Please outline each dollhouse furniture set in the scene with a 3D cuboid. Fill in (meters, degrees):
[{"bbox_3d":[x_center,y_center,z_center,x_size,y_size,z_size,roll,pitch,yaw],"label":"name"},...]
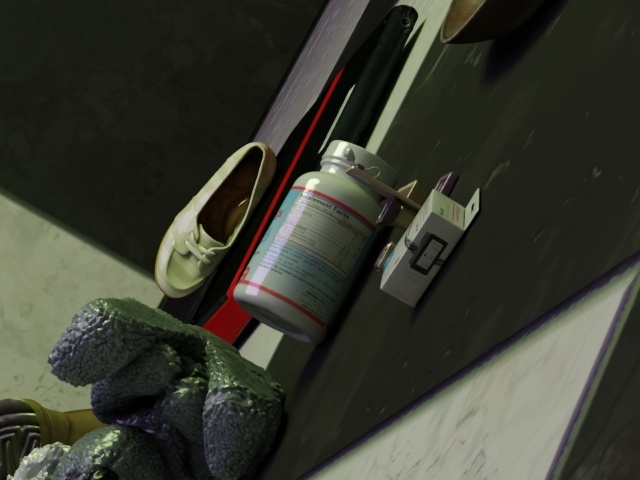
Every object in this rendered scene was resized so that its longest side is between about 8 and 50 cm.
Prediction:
[{"bbox_3d":[0.036,-0.025,1.416,0.091,0.081,0.114,-61,6,-10],"label":"dollhouse furniture set"}]

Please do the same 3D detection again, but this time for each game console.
[{"bbox_3d":[-0.018,-0.060,2.178,0.342,0.060,0.386,-46,15,52],"label":"game console"}]

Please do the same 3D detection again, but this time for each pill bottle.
[{"bbox_3d":[0.000,0.000,1.563,0.160,0.087,0.087,-61,6,-13],"label":"pill bottle"}]

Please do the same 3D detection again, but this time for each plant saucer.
[{"bbox_3d":[0.195,-0.281,1.486,0.310,0.050,0.310,-59,7,12],"label":"plant saucer"}]

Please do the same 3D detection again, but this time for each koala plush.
[{"bbox_3d":[-0.153,0.181,1.585,0.221,0.196,0.203,-60,-5,4],"label":"koala plush"}]

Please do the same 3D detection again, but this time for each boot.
[{"bbox_3d":[-0.215,0.265,1.759,0.269,0.089,0.236,25,-118,-65],"label":"boot"}]

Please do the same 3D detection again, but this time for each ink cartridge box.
[{"bbox_3d":[0.074,-0.002,1.257,0.083,0.028,0.048,-57,7,20],"label":"ink cartridge box"}]

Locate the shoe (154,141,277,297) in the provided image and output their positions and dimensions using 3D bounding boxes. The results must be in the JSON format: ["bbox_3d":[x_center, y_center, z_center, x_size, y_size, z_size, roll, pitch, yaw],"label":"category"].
[{"bbox_3d":[-0.127,-0.028,2.226,0.219,0.076,0.058,-57,4,-4],"label":"shoe"}]
